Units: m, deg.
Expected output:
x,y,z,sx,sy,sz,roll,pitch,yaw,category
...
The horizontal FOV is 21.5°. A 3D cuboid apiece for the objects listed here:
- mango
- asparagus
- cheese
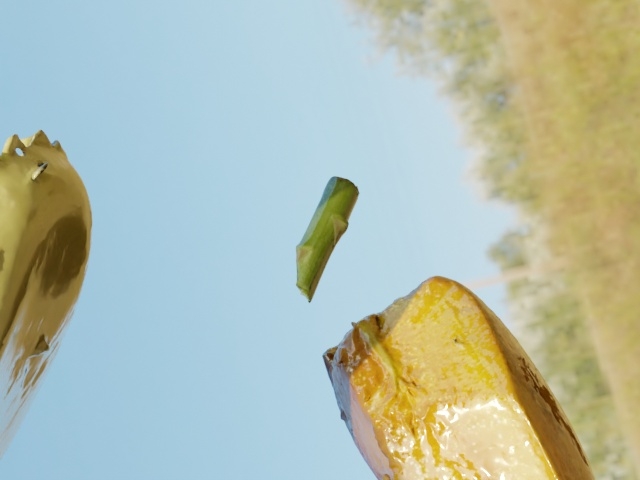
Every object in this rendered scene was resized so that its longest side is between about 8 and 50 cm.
x,y,z,sx,sy,sz,roll,pitch,yaw,category
0.143,0.186,1.487,0.199,0.201,0.350,-14,-123,-42,mango
0.000,0.000,1.915,0.041,0.045,0.178,116,178,-50,asparagus
-0.251,0.070,1.169,0.259,0.128,0.316,-81,12,-79,cheese
